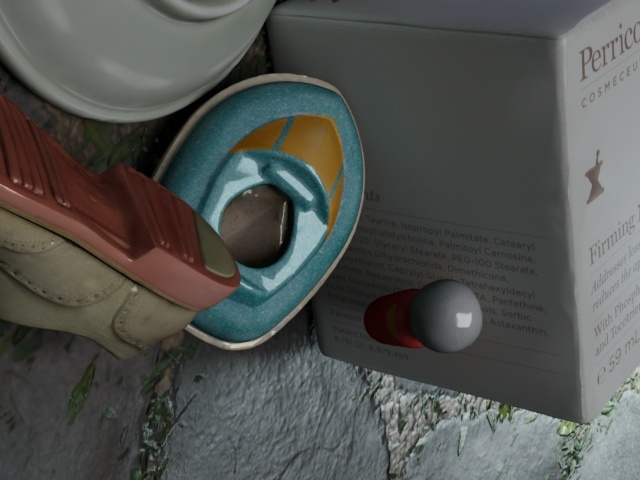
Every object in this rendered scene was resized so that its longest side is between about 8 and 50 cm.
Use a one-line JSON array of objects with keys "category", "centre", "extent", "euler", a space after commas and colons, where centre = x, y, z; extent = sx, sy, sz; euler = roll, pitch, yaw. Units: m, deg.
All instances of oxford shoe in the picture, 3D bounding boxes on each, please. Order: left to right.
[{"category": "oxford shoe", "centre": [-0.238, -0.012, 0.993], "extent": [0.146, 0.140, 0.397], "euler": [-44, 128, 17]}]

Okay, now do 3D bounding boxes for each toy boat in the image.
[{"category": "toy boat", "centre": [0.000, 0.000, 1.225], "extent": [0.318, 0.148, 0.267], "euler": [36, 71, -20]}]

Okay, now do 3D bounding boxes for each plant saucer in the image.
[{"category": "plant saucer", "centre": [-0.119, -0.288, 1.102], "extent": [0.400, 0.101, 0.400], "euler": [-22, 118, -50]}]

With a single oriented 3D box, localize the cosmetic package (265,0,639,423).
[{"category": "cosmetic package", "centre": [0.189, -0.088, 1.387], "extent": [0.329, 0.327, 0.393], "euler": [-36, 126, -42]}]
